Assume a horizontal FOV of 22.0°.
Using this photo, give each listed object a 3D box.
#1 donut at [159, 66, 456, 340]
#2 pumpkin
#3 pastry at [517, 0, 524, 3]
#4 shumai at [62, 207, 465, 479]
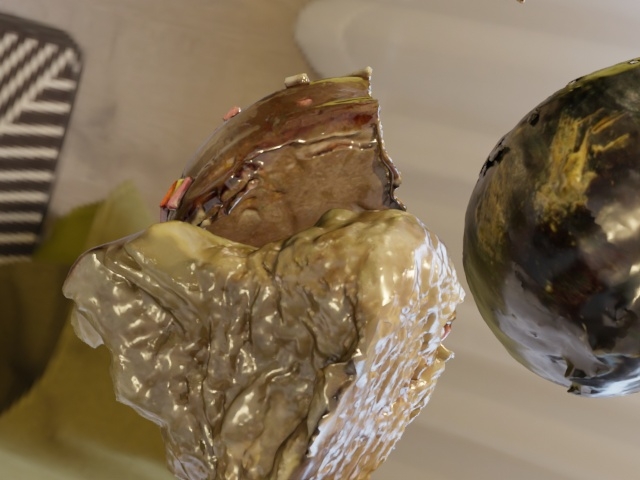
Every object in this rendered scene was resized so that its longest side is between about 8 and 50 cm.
[{"bbox_3d":[-0.023,0.005,1.579,0.259,0.136,0.345,-21,134,6],"label":"donut"},{"bbox_3d":[0.377,-0.021,1.926,0.454,0.344,0.454,-28,156,-14],"label":"pumpkin"},{"bbox_3d":[0.225,-0.277,1.590,0.140,0.056,0.080,-23,89,-2],"label":"pastry"},{"bbox_3d":[-0.058,0.086,1.443,0.217,0.283,0.346,-20,138,-54],"label":"shumai"}]
